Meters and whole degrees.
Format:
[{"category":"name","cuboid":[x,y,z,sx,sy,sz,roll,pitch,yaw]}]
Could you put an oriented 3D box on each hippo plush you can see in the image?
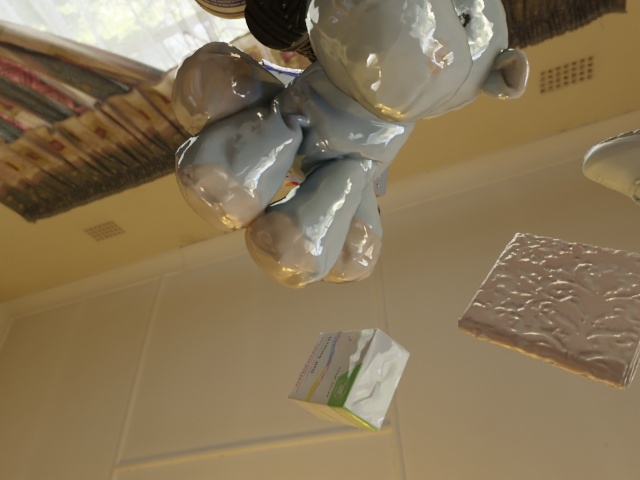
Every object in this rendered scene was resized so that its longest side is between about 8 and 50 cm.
[{"category":"hippo plush","cuboid":[0.049,-0.098,0.408,0.236,0.294,0.234,-26,-98,40]}]

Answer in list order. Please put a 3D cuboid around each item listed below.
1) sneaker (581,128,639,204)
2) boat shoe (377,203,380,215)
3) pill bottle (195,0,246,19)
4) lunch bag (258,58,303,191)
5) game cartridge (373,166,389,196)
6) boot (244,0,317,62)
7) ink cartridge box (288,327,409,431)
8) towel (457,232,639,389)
[{"category":"sneaker","cuboid":[0.543,-0.076,0.717,0.297,0.111,0.129,22,-119,30]},{"category":"boat shoe","cuboid":[0.161,-0.064,1.579,0.050,0.135,0.045,-2,-153,-20]},{"category":"pill bottle","cuboid":[-0.134,-0.414,0.632,0.153,0.153,0.264,-34,-177,0]},{"category":"lunch bag","cuboid":[-0.111,-0.328,1.439,0.385,0.328,0.239,-55,-143,44]},{"category":"game cartridge","cuboid":[0.106,-0.245,1.309,0.060,0.294,0.196,-8,-117,29]},{"category":"boot","cuboid":[0.053,-0.408,0.699,0.348,0.131,0.260,-41,177,26]},{"category":"ink cartridge box","cuboid":[0.046,0.348,1.247,0.353,0.119,0.207,-24,-147,58]},{"category":"towel","cuboid":[0.512,0.126,1.031,0.332,0.053,0.317,15,-127,42]}]
